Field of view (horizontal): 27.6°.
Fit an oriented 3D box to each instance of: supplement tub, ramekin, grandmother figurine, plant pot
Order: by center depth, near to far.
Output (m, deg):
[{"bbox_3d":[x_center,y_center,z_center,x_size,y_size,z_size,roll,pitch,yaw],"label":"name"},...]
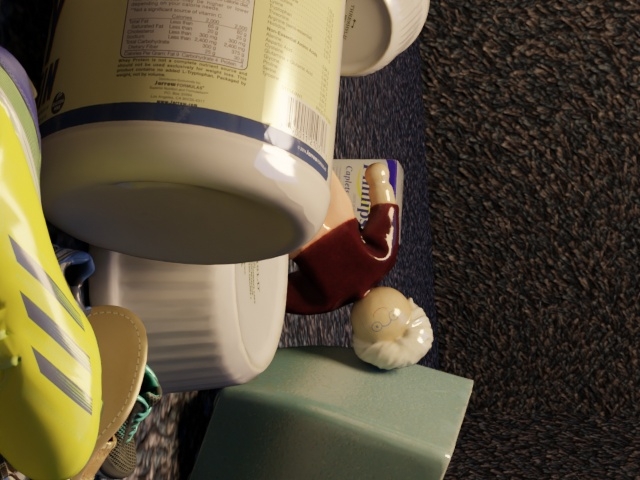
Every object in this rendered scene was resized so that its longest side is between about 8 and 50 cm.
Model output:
[{"bbox_3d":[-0.098,-0.164,1.046,0.235,0.235,0.325,61,32,-67],"label":"supplement tub"},{"bbox_3d":[-0.115,0.019,1.242,0.273,0.127,0.273,0,90,-78],"label":"ramekin"},{"bbox_3d":[-0.002,0.249,1.426,0.247,0.252,0.248,-47,158,-73],"label":"plant pot"},{"bbox_3d":[0.000,0.000,1.436,0.342,0.208,0.104,53,13,-1],"label":"grandmother figurine"},{"bbox_3d":[0.039,-0.323,1.803,0.109,0.207,0.207,-59,149,-50],"label":"ramekin"}]

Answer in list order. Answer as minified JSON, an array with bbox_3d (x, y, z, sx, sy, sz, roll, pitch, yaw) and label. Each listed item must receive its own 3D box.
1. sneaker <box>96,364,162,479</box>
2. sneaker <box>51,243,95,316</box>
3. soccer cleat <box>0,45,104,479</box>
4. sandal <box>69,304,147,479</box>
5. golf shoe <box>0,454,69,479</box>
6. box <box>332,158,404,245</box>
[{"bbox_3d":[-0.170,0.140,1.107,0.065,0.076,0.166,-72,160,-52],"label":"sneaker"},{"bbox_3d":[-0.205,0.054,0.977,0.052,0.058,0.135,77,19,-49],"label":"sneaker"},{"bbox_3d":[-0.209,0.011,0.806,0.121,0.093,0.289,7,70,-75],"label":"soccer cleat"},{"bbox_3d":[-0.207,0.163,0.997,0.079,0.088,0.240,-51,-162,55],"label":"sandal"},{"bbox_3d":[-0.216,0.155,0.845,0.198,0.093,0.077,-63,155,-61],"label":"golf shoe"},{"bbox_3d":[0.056,-0.059,2.032,0.072,0.137,0.126,52,40,-70],"label":"box"}]
